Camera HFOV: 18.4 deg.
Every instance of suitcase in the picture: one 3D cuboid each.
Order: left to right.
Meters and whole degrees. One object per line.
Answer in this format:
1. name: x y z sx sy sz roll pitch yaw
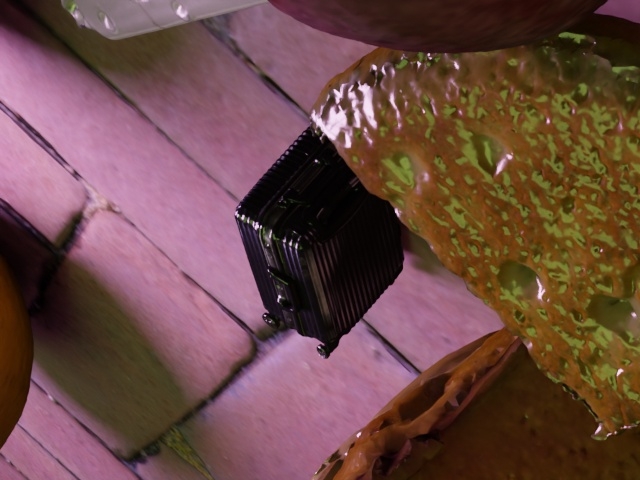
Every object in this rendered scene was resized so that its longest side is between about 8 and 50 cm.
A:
1. suitcase: 0.000 0.000 1.118 0.059 0.086 0.126 27 153 27

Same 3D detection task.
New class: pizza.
1. pizza: 0.125 -0.005 0.807 0.292 0.058 0.197 13 129 34

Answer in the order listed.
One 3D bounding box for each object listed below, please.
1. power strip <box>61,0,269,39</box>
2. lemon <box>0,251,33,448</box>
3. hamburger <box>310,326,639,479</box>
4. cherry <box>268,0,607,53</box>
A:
1. power strip: -0.061 -0.161 0.971 0.098 0.058 0.338 51 155 -21
2. lemon: -0.370 0.094 1.632 0.285 0.285 0.316 42 -171 0
3. hamburger: 0.133 0.181 0.961 0.284 0.304 0.174 52 166 -2
4. cherry: 0.034 -0.155 0.686 0.250 0.175 0.192 38 -170 -44
